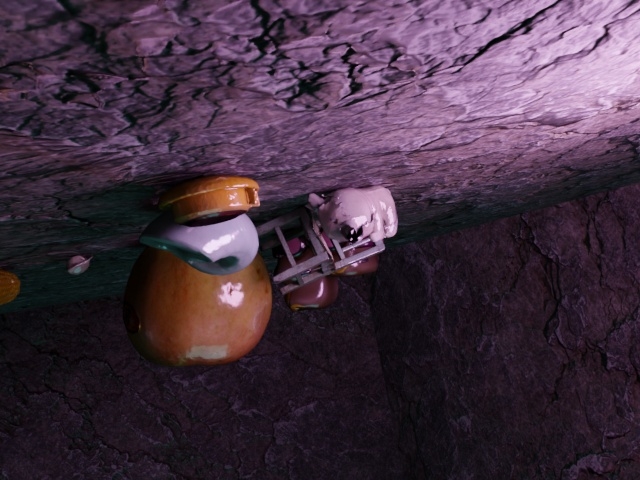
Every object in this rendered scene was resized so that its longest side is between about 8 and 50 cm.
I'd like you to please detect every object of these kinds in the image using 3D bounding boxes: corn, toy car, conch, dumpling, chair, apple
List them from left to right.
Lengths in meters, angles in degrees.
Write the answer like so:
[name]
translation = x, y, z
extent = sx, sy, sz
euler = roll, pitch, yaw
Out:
[corn]
translation = -0.726, 0.102, 1.168
extent = 0.096, 0.097, 0.261
euler = -10, 177, -4
[dumpling]
translation = -0.557, 0.053, 1.275
extent = 0.059, 0.043, 0.077
euler = -33, 171, -1
[apple]
translation = -0.284, 0.126, 1.272
extent = 0.338, 0.305, 0.338
euler = 0, -176, 0
[conch]
translation = -0.199, -0.006, 0.909
extent = 0.184, 0.121, 0.221
euler = -11, 169, 0
[chair]
translation = 0.000, 0.000, 1.212
extent = 0.270, 0.137, 0.147
euler = -23, 162, -4
[toy car]
translation = 0.021, 0.076, 1.609
extent = 0.340, 0.241, 0.271
euler = -9, 177, 20

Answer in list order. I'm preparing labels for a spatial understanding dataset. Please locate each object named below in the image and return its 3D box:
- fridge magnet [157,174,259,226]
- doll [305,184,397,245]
[fridge magnet]
translation = -0.155, -0.057, 0.771
extent = 0.142, 0.063, 0.143
euler = -13, 177, -1
[doll]
translation = 0.071, -0.052, 1.058
extent = 0.192, 0.149, 0.095
euler = -16, 139, -43
